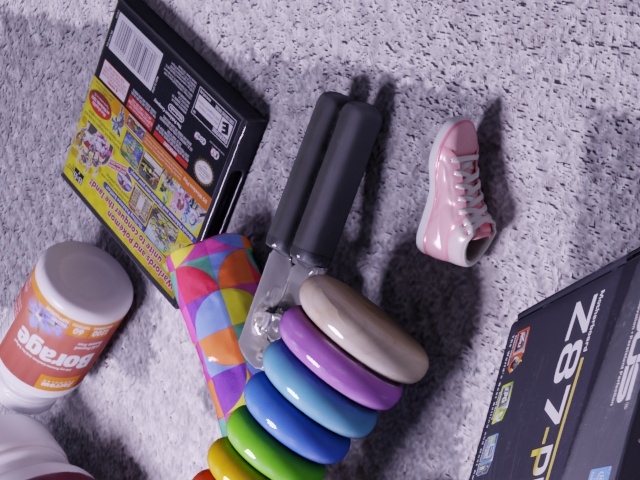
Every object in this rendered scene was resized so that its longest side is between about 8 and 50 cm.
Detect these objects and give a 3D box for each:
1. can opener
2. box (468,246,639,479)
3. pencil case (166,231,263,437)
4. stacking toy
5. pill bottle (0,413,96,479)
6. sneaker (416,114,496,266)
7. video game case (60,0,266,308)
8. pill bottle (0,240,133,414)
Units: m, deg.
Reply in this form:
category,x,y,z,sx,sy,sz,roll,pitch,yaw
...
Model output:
category,x,y,z,sx,sy,sz,roll,pitch,yaw
can opener,0.000,0.000,1.469,0.076,0.095,0.283,26,97,45
box,0.177,0.215,1.046,0.318,0.097,0.395,138,152,-71
pencil case,-0.084,0.105,1.551,0.104,0.104,0.236,-37,64,44
stacking toy,-0.050,0.196,1.395,0.330,0.141,0.141,-52,52,7
pill bottle,-0.313,0.402,1.736,0.392,0.224,0.224,49,127,35
sneaker,0.130,-0.039,1.328,0.070,0.051,0.134,30,118,42
video game case,-0.185,-0.102,1.695,0.275,0.035,0.248,45,124,36
pill bottle,-0.319,0.111,1.798,0.216,0.121,0.121,-54,55,37
